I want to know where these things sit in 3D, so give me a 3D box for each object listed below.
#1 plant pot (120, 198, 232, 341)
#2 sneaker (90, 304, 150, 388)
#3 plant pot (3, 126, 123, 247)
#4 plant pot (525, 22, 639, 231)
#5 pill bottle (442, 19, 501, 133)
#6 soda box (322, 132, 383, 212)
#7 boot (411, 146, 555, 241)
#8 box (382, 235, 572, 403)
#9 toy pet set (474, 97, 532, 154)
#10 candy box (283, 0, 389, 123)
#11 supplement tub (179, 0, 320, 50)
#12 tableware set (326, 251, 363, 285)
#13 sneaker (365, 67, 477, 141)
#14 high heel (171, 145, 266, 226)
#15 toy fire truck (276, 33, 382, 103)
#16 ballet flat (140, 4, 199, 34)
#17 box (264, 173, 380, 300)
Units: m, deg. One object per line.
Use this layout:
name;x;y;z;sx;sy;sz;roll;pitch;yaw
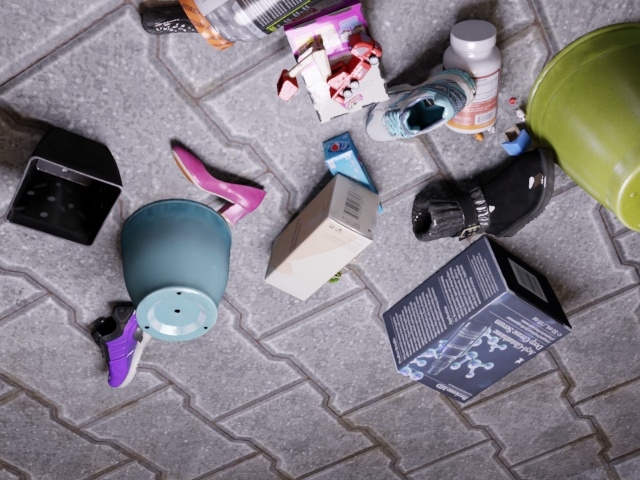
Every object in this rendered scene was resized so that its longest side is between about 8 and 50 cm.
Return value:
plant pot;-0.339;0.088;1.761;0.272;0.255;0.271;-5;134;-5
sneaker;-0.549;0.274;2.012;0.146;0.102;0.293;18;122;-20
plant pot;-0.537;-0.127;1.584;0.188;0.167;0.187;20;126;-27
plant pot;0.675;-0.214;1.601;0.367;0.353;0.366;-5;133;-5
pill bottle;0.317;-0.344;1.573;0.121;0.121;0.216;-9;133;-2
soda box;0.077;-0.145;1.746;0.067;0.071;0.210;-20;133;11
boot;0.374;-0.097;1.760;0.260;0.131;0.348;1;150;-12
box;0.421;0.227;2.063;0.293;0.212;0.395;29;123;-32
toy pet set;0.427;-0.245;1.723;0.122;0.065;0.114;-33;130;20
candy box;0.033;-0.371;1.528;0.159;0.071;0.233;-18;133;6
supplement tub;-0.088;-0.482;1.318;0.316;0.193;0.193;-29;131;15
tableware set;0.035;0.066;1.968;0.104;0.024;0.154;27;123;-30
sneaker;0.183;-0.266;1.560;0.283;0.122;0.110;-20;114;49
high heel;-0.228;-0.148;1.702;0.117;0.082;0.244;-44;117;-8
toy fire truck;0.015;-0.338;1.472;0.135;0.047;0.192;24;124;-27
ballet flat;-0.259;-0.426;1.448;0.173;0.057;0.049;-1;173;-8
box;0.000;0.000;1.759;0.121;0.148;0.311;27;137;-18
